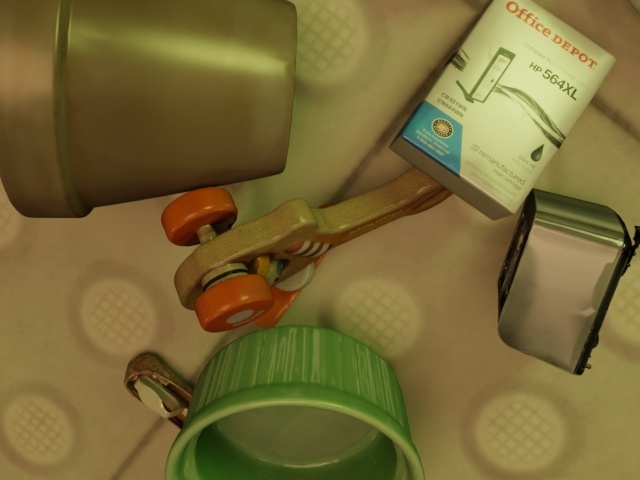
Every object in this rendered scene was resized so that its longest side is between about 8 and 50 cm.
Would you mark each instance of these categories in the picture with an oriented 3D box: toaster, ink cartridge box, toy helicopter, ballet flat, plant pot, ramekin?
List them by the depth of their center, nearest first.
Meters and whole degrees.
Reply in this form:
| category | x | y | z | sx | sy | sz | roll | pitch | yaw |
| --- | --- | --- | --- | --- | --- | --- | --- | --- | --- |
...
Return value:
| category | x | y | z | sx | sy | sz | roll | pitch | yaw |
| --- | --- | --- | --- | --- | --- | --- | --- | --- | --- |
| ink cartridge box | 0.194 | -0.147 | 0.827 | 0.148 | 0.086 | 0.203 | 34 | 85 | 0 |
| plant pot | -0.173 | -0.179 | 0.842 | 0.280 | 0.323 | 0.323 | 3 | 106 | -7 |
| toaster | 0.269 | 0.033 | 0.856 | 0.110 | 0.168 | 0.186 | 17 | 108 | 7 |
| toy helicopter | 0.000 | 0.000 | 0.906 | 0.355 | 0.235 | 0.140 | -23 | 70 | -5 |
| ramekin | -0.029 | 0.249 | 0.944 | 0.303 | 0.148 | 0.303 | 1 | 125 | 1 |
| ballet flat | -0.190 | 0.239 | 1.059 | 0.206 | 0.067 | 0.073 | 35 | 109 | 1 |

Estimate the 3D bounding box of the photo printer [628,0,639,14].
| category | x | y | z | sx | sy | sz | roll | pitch | yaw |
| --- | --- | --- | --- | --- | --- | --- | --- | --- | --- |
| photo printer | 0.434 | -0.257 | 0.685 | 0.256 | 0.307 | 0.107 | 33 | 70 | -15 |
